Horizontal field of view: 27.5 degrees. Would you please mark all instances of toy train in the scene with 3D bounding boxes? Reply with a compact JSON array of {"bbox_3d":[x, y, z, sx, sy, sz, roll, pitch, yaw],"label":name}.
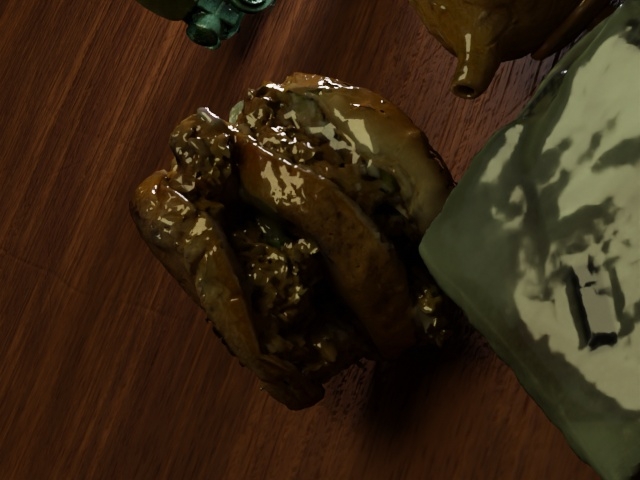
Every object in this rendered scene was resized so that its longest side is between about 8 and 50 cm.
[{"bbox_3d":[-0.120,-0.392,1.635,0.126,0.189,0.308,-12,51,54],"label":"toy train"}]

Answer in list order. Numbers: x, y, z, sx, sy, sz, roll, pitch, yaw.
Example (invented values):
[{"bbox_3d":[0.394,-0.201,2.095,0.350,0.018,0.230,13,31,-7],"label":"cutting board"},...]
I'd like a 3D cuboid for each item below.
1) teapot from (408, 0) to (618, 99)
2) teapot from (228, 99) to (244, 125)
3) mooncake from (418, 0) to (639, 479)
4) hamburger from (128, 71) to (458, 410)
[{"bbox_3d":[0.189,-0.228,1.058,0.311,0.167,0.203,-47,-1,-24],"label":"teapot"},{"bbox_3d":[-0.052,-0.132,1.422,0.083,0.057,0.067,-4,28,49],"label":"teapot"},{"bbox_3d":[0.209,-0.005,0.784,0.250,0.136,0.254,-52,53,17],"label":"mooncake"},{"bbox_3d":[-0.004,0.009,1.015,0.211,0.245,0.260,-39,51,-10],"label":"hamburger"}]
